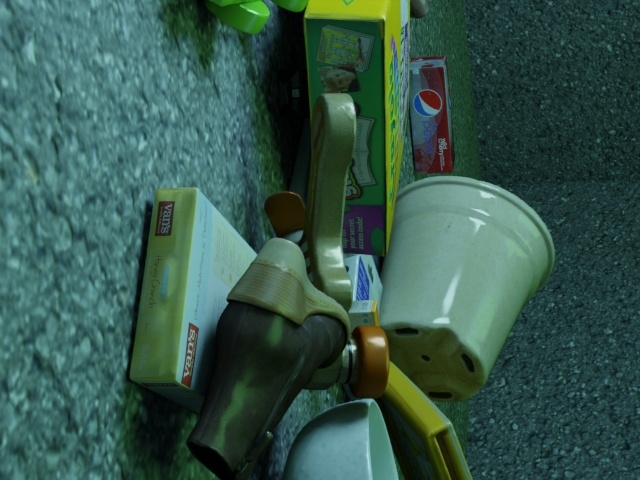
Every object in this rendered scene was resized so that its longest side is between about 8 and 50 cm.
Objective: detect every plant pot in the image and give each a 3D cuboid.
[{"bbox_3d":[0.224,0.107,1.912,0.334,0.334,0.305,76,30,-43],"label":"plant pot"}]

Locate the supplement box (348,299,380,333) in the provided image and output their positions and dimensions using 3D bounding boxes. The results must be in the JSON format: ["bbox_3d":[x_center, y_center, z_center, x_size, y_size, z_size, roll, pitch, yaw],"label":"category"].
[{"bbox_3d":[0.031,0.118,1.459,0.036,0.098,0.062,-72,156,-64],"label":"supplement box"}]

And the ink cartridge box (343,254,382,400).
[{"bbox_3d":[0.057,0.120,1.684,0.206,0.045,0.208,68,26,-58],"label":"ink cartridge box"}]

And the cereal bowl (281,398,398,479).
[{"bbox_3d":[0.024,0.366,1.262,0.339,0.141,0.339,-11,90,-83],"label":"cereal bowl"}]

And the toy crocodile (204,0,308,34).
[{"bbox_3d":[-0.059,-0.302,1.112,0.115,0.105,0.340,-58,176,27],"label":"toy crocodile"}]

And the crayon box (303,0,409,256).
[{"bbox_3d":[0.058,-0.216,1.411,0.313,0.106,0.363,-79,169,-47],"label":"crayon box"}]

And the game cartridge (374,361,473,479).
[{"bbox_3d":[0.169,0.351,1.734,0.285,0.052,0.323,69,-12,-21],"label":"game cartridge"}]

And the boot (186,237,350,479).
[{"bbox_3d":[-0.052,0.133,1.000,0.248,0.090,0.207,66,40,-62],"label":"boot"}]

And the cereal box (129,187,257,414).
[{"bbox_3d":[-0.105,0.071,0.998,0.240,0.047,0.173,55,37,-66],"label":"cereal box"}]

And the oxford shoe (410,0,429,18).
[{"bbox_3d":[0.094,-0.392,1.621,0.098,0.097,0.271,52,6,-24],"label":"oxford shoe"}]

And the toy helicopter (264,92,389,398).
[{"bbox_3d":[0.000,0.000,1.235,0.235,0.140,0.355,-117,-149,-67],"label":"toy helicopter"}]

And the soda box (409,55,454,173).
[{"bbox_3d":[0.257,-0.289,2.460,0.083,0.092,0.263,-69,154,-60],"label":"soda box"}]

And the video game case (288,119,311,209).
[{"bbox_3d":[0.000,-0.079,1.508,0.193,0.023,0.212,74,20,-47],"label":"video game case"}]

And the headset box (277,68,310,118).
[{"bbox_3d":[-0.029,-0.188,1.372,0.083,0.032,0.062,-27,116,-76],"label":"headset box"}]
